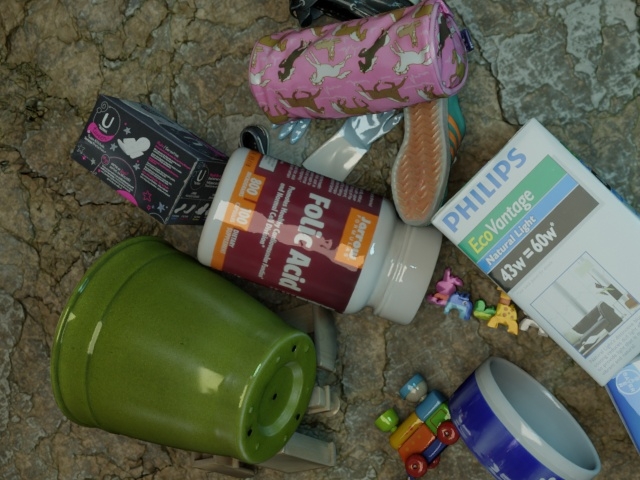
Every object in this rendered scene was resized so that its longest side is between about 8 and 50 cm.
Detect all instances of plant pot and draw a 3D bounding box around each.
[{"bbox_3d":[-0.209,0.214,1.804,0.353,0.366,0.366,18,100,26],"label":"plant pot"}]

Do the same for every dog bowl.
[{"bbox_3d":[0.348,0.328,1.777,0.265,0.265,0.104,44,107,6],"label":"dog bowl"}]

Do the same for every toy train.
[{"bbox_3d":[0.152,0.375,1.924,0.143,0.105,0.248,46,105,17],"label":"toy train"}]

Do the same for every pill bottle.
[{"bbox_3d":[0.000,0.000,1.830,0.392,0.224,0.224,19,101,-2],"label":"pill bottle"}]

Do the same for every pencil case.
[{"bbox_3d":[0.058,-0.301,1.769,0.386,0.167,0.160,-6,128,33],"label":"pencil case"}]

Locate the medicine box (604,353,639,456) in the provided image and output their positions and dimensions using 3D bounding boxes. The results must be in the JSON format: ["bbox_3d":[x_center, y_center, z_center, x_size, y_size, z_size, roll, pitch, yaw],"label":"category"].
[{"bbox_3d":[0.661,0.268,1.750,0.289,0.149,0.263,-26,89,16],"label":"medicine box"}]

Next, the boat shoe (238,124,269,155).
[{"bbox_3d":[-0.132,-0.116,1.958,0.075,0.065,0.206,3,97,14],"label":"boat shoe"}]

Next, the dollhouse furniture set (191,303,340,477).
[{"bbox_3d":[-0.083,0.257,2.001,0.303,0.174,0.355,-16,62,28],"label":"dollhouse furniture set"}]

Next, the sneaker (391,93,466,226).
[{"bbox_3d":[0.201,-0.161,1.799,0.108,0.121,0.302,-3,73,35],"label":"sneaker"}]

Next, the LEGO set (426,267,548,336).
[{"bbox_3d":[0.307,0.102,1.856,0.227,0.087,0.093,16,100,11],"label":"LEGO set"}]

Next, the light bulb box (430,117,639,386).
[{"bbox_3d":[0.398,0.002,1.682,0.361,0.358,0.225,45,102,5],"label":"light bulb box"}]

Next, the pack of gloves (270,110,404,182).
[{"bbox_3d":[0.026,-0.234,1.915,0.195,0.046,0.232,45,105,7],"label":"pack of gloves"}]

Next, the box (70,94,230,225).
[{"bbox_3d":[-0.304,-0.149,1.930,0.247,0.163,0.142,35,104,20],"label":"box"}]

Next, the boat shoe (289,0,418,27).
[{"bbox_3d":[0.000,-0.432,1.860,0.340,0.127,0.113,17,88,3],"label":"boat shoe"}]
